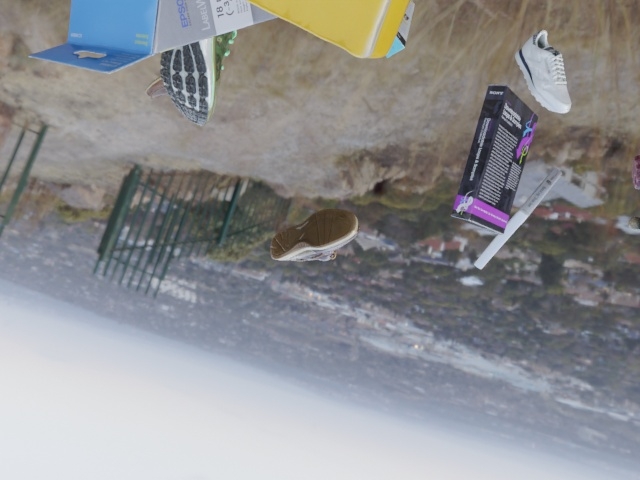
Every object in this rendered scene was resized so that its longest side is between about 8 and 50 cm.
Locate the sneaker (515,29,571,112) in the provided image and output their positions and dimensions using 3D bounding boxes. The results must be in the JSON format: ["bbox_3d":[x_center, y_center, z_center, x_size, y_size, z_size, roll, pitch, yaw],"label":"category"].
[{"bbox_3d":[0.600,-0.442,1.552,0.090,0.235,0.095,-6,154,-34],"label":"sneaker"}]

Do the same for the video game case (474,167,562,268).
[{"bbox_3d":[0.332,-0.035,0.996,0.019,0.143,0.157,40,144,13],"label":"video game case"}]

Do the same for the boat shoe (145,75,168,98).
[{"bbox_3d":[-0.381,-0.419,1.583,0.060,0.178,0.064,59,158,3],"label":"boat shoe"}]

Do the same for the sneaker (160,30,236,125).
[{"bbox_3d":[-0.227,-0.443,1.269,0.158,0.410,0.182,33,-140,26],"label":"sneaker"}]

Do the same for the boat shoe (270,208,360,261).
[{"bbox_3d":[0.000,0.000,1.782,0.342,0.123,0.123,-22,146,39],"label":"boat shoe"}]

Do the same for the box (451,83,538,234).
[{"bbox_3d":[0.217,-0.095,0.725,0.029,0.162,0.116,19,-177,38],"label":"box"}]

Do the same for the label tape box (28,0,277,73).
[{"bbox_3d":[-0.246,-0.359,0.882,0.240,0.333,0.106,20,131,38],"label":"label tape box"}]

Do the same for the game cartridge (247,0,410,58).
[{"bbox_3d":[-0.026,-0.304,0.303,0.285,0.324,0.052,33,-151,17],"label":"game cartridge"}]

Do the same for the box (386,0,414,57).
[{"bbox_3d":[0.197,-0.618,1.630,0.060,0.244,0.100,-23,125,37],"label":"box"}]

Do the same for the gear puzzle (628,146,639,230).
[{"bbox_3d":[0.441,-0.086,0.767,0.044,0.176,0.339,-3,167,20],"label":"gear puzzle"}]
